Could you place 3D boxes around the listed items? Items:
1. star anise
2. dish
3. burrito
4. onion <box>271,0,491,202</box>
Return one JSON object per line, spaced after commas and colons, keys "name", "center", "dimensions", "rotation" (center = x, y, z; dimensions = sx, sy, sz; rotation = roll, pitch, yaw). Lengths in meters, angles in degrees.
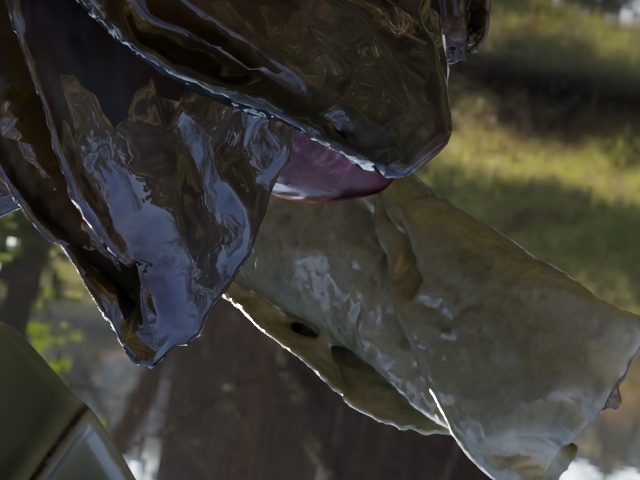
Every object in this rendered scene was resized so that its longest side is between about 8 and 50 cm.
{"name": "star anise", "center": [-0.066, -0.127, 0.494], "dimensions": [0.118, 0.331, 0.332], "rotation": [-24, -158, -39]}
{"name": "dish", "center": [-0.179, 0.176, 1.005], "dimensions": [0.080, 0.182, 0.243], "rotation": [-12, -153, 30]}
{"name": "burrito", "center": [0.000, 0.000, 0.864], "dimensions": [0.392, 0.117, 0.076], "rotation": [35, -171, 41]}
{"name": "onion", "center": [-0.001, -0.111, 0.720], "dimensions": [0.098, 0.205, 0.151], "rotation": [9, -165, -27]}
